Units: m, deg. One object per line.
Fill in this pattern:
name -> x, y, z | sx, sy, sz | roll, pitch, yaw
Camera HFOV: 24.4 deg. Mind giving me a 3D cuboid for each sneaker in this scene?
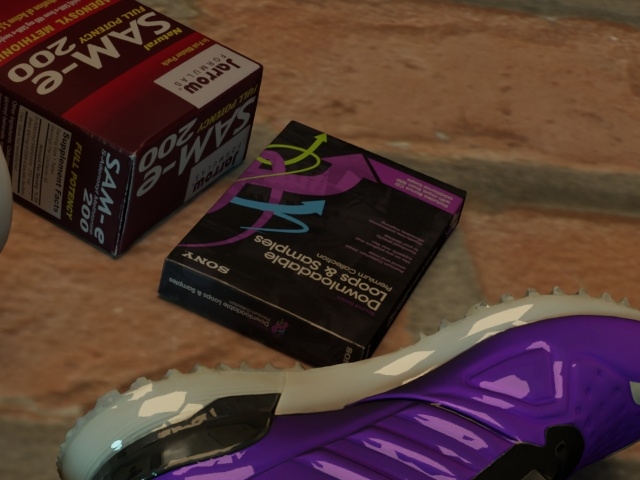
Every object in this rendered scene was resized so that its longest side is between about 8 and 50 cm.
sneaker -> 0.049, 0.118, 0.630 | 0.293, 0.102, 0.146 | -11, 48, -22

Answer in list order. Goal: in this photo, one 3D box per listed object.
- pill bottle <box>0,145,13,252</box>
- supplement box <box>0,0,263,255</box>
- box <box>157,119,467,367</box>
pill bottle -> -0.263, 0.023, 0.589 | 0.161, 0.161, 0.283 | 28, 40, 17
supplement box -> -0.168, -0.099, 0.844 | 0.239, 0.073, 0.130 | 28, 40, 16
box -> 0.000, 0.000, 0.808 | 0.116, 0.029, 0.162 | 23, 40, 11
